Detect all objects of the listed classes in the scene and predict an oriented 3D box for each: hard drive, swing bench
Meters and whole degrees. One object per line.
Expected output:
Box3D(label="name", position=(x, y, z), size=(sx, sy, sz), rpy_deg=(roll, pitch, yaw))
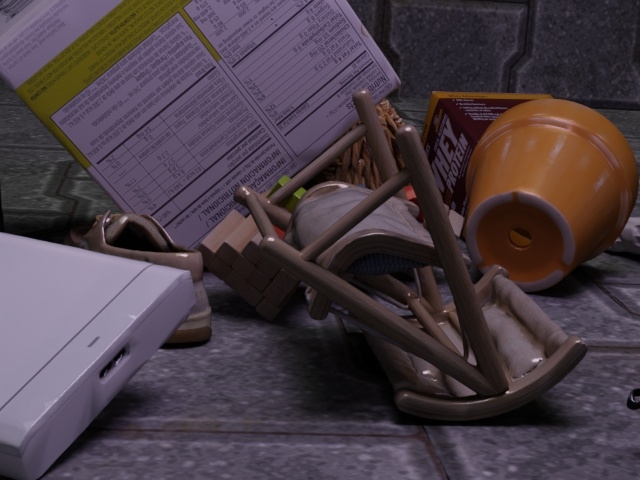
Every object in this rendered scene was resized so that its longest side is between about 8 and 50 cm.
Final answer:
Box3D(label="hard drive", position=(-0.311, 0.067, 1.037), size=(0.353, 0.047, 0.233), rpy_deg=(10, 35, 24))
Box3D(label="swing bench", position=(0.071, 0.024, 1.149), size=(0.165, 0.255, 0.253), rpy_deg=(-39, 15, 2))

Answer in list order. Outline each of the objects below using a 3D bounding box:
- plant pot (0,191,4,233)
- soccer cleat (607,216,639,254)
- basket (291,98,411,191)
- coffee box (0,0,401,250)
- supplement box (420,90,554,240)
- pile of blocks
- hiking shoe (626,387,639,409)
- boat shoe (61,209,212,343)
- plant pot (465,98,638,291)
Box3D(label="plant pot", position=(-0.480, -0.108, 1.421), size=(0.271, 0.255, 0.272), rpy_deg=(4, 14, -1))
Box3D(label="soccer cleat", position=(0.432, 0.000, 1.655), size=(0.076, 0.068, 0.196), rpy_deg=(0, 11, -29))
Box3D(label="basket", position=(0.001, -0.137, 1.777), size=(0.223, 0.214, 0.299), rpy_deg=(-7, 17, -39))
Box3D(label="coffee box", position=(-0.176, -0.234, 1.496), size=(0.338, 0.334, 0.337), rpy_deg=(-41, 31, -2))
Box3D(label="supplement box", position=(0.259, -0.103, 1.773), size=(0.191, 0.129, 0.194), rpy_deg=(-1, 33, -22))
Box3D(label="pile of blocks", position=(0.028, -0.027, 1.399), size=(0.362, 0.113, 0.149), rpy_deg=(-11, 58, -49))
Box3D(label="hiking shoe", position=(0.390, 0.157, 0.956), size=(0.132, 0.113, 0.304), rpy_deg=(-40, 43, -26))
Box3D(label="boat shoe", position=(-0.190, 0.017, 1.316), size=(0.109, 0.098, 0.302), rpy_deg=(-3, 15, -27))
Box3D(label="plant pot", position=(0.257, -0.038, 1.524), size=(0.205, 0.205, 0.188), rpy_deg=(9, 29, 19))
